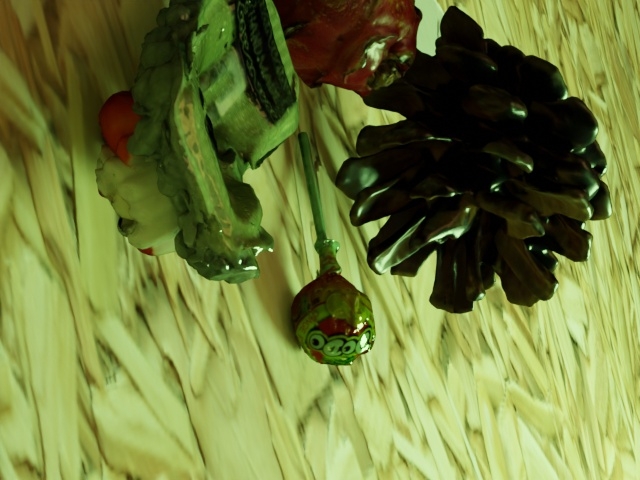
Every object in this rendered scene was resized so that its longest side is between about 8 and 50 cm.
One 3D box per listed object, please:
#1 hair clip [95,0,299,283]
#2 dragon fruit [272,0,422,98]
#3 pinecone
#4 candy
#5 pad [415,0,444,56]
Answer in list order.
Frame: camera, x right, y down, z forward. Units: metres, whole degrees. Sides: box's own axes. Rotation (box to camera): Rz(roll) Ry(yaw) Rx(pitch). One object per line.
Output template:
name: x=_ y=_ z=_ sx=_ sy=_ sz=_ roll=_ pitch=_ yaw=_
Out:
hair clip: x=-0.076 y=-0.074 z=1.057 sx=0.321 sy=0.091 sz=0.138 roll=-77 pitch=148 yaw=-70
dragon fruit: x=-0.027 y=-0.198 z=1.244 sx=0.246 sy=0.125 sz=0.125 roll=34 pitch=9 yaw=-32
pinecone: x=0.110 y=-0.051 z=1.357 sx=0.202 sy=0.229 sz=0.201 roll=37 pitch=74 yaw=-31
candy: x=0.000 y=0.000 z=1.265 sx=0.060 sy=0.060 sz=0.201 roll=50 pitch=24 yaw=-47
pad: x=0.112 y=-0.143 z=1.697 sx=0.156 sy=0.004 sz=0.232 roll=49 pitch=32 yaw=-48
